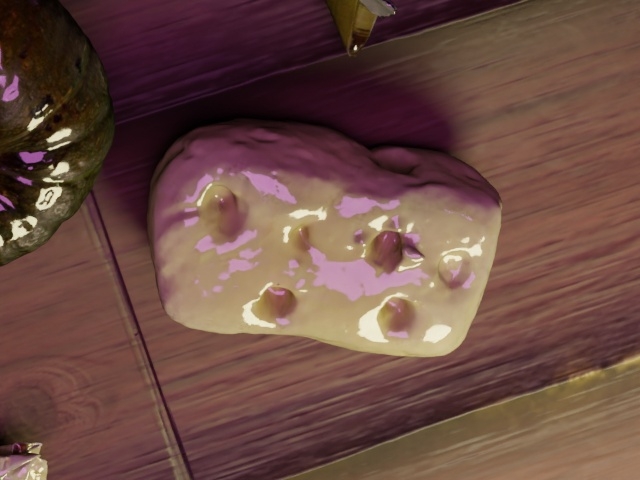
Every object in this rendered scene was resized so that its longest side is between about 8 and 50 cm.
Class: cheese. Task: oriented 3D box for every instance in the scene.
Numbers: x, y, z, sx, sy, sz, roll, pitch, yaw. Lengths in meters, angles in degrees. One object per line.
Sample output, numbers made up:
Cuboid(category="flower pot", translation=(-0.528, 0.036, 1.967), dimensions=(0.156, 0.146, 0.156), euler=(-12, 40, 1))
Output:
Cuboid(category="cheese", translation=(0.000, 0.001, 1.351), dimensions=(0.263, 0.093, 0.159), euler=(10, 111, -16))

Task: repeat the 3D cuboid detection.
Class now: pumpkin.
Cuboid(category="pumpkin", translation=(-0.244, -0.081, 1.219), dimensions=(0.224, 0.157, 0.223), euler=(-10, 128, -14))

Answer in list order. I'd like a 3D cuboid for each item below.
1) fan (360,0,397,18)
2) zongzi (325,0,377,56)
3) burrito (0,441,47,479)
Cuboid(category="fan", translation=(-0.071, -0.252, 1.156), dimensions=(0.335, 0.230, 0.011), euler=(43, 62, -22))
Cuboid(category="zongzi", translation=(-0.038, -0.269, 1.202), dimensions=(0.286, 0.138, 0.300), euler=(14, 126, -12))
Cuboid(category="burrito", translation=(-0.253, 0.274, 1.446), dimensions=(0.082, 0.059, 0.275), euler=(0, 115, -5))
